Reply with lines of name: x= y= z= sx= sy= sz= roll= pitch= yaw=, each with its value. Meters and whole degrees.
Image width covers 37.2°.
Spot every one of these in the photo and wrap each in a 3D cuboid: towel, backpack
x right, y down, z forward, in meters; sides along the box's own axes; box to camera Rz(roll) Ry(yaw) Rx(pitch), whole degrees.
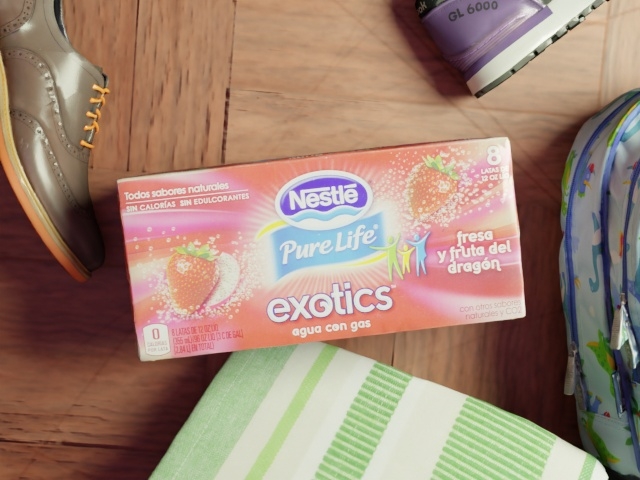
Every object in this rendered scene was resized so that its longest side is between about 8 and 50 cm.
towel: x=0.037 y=0.203 z=0.734 sx=0.325 sy=0.248 sz=0.038 roll=18 pitch=138 yaw=18
backpack: x=0.332 y=0.034 z=0.770 sx=0.290 sy=0.273 sz=0.355 roll=-9 pitch=83 yaw=5

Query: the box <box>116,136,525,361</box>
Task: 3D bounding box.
box: x=0.000 y=0.000 z=0.780 sx=0.300 sy=0.154 sz=0.142 roll=-6 pitch=95 yaw=-1

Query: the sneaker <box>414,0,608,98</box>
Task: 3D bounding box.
sneaker: x=0.208 y=-0.253 z=0.793 sx=0.283 sy=0.107 sz=0.124 roll=-38 pitch=90 yaw=1

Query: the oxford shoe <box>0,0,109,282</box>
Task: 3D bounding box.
oxford shoe: x=-0.218 y=-0.100 z=0.789 sx=0.098 sy=0.097 sz=0.271 roll=-18 pitch=96 yaw=-7
